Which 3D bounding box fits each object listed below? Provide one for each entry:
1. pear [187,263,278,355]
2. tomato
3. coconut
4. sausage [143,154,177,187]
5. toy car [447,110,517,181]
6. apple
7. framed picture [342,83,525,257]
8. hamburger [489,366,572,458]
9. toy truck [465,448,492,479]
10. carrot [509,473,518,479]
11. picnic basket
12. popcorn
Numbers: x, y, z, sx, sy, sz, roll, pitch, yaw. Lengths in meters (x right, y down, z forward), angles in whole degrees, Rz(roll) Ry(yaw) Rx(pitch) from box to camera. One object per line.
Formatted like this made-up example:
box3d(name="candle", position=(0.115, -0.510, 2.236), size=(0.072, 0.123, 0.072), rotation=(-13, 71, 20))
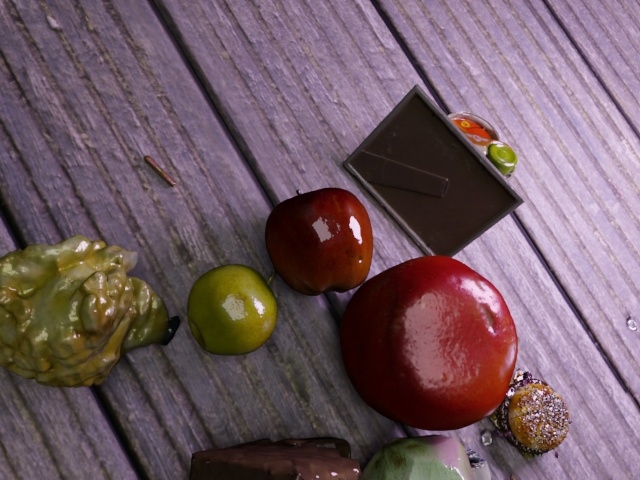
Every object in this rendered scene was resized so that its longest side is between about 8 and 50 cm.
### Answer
box3d(name="pear", position=(-0.154, 0.126, 0.972), size=(0.216, 0.166, 0.180), rotation=(-30, 70, -39))
box3d(name="tomato", position=(0.200, 0.194, 0.963), size=(0.289, 0.293, 0.326), rotation=(0, 85, -24))
box3d(name="coconut", position=(0.187, 0.465, 0.927), size=(0.204, 0.235, 0.236), rotation=(46, 70, -17))
box3d(name="sausage", position=(-0.345, -0.149, 1.065), size=(0.100, 0.015, 0.015), rotation=(45, 71, 2))
box3d(name="toy car", position=(0.347, -0.223, 1.191), size=(0.234, 0.145, 0.235), rotation=(8, 54, -11))
box3d(name="apple", position=(-0.002, 0.000, 1.002), size=(0.233, 0.234, 0.234), rotation=(3, 75, -12))
box3d(name="framed picture", position=(0.241, -0.133, 1.097), size=(0.335, 0.247, 0.022), rotation=(47, 30, 2))
box3d(name="hamburger", position=(0.455, 0.374, 1.066), size=(0.189, 0.093, 0.164), rotation=(34, 72, 0))
box3d(name="toy truck", position=(0.326, 0.532, 0.999), size=(0.074, 0.088, 0.202), rotation=(-11, 79, -16))
box3d(name="carrot", position=(0.426, 0.661, 1.002), size=(0.070, 0.070, 0.343), rotation=(-3, 75, -13))
box3d(name="picnic basket", position=(-0.048, 0.474, 0.848), size=(0.321, 0.291, 0.255), rotation=(29, 62, -50))
box3d(name="popcorn", position=(-0.428, 0.113, 0.860), size=(0.236, 0.293, 0.293), rotation=(30, 70, 16))
